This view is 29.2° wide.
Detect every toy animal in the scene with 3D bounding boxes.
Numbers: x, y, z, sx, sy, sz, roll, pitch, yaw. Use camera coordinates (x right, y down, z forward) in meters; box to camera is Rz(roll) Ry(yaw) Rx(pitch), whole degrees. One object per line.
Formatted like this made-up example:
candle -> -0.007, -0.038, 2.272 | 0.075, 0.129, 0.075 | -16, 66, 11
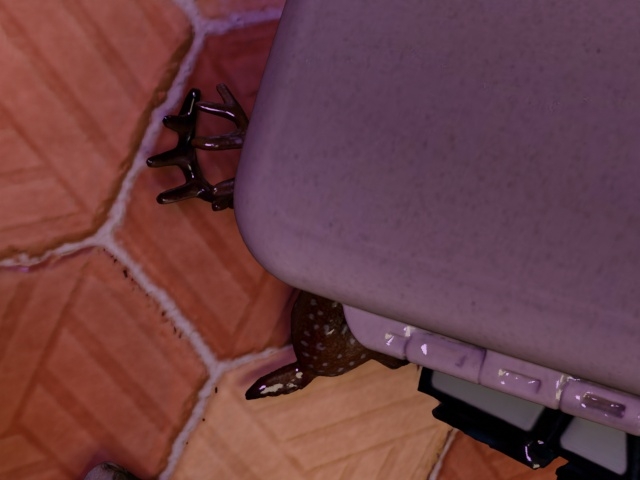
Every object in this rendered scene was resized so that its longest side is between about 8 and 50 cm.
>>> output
toy animal -> 0.011, 0.006, 0.840 | 0.260, 0.087, 0.243 | -11, 117, -31

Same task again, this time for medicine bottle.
medicine bottle -> 0.148, -0.053, 0.638 | 0.123, 0.375, 0.282 | 18, 88, -65

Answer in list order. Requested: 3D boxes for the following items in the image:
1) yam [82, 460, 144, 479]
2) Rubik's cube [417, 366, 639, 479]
yam -> -0.087, 0.235, 0.908 | 0.061, 0.061, 0.253 | -49, 130, -2
Rubik's cube -> 0.272, 0.012, 0.835 | 0.283, 0.288, 0.293 | -20, 129, -52
